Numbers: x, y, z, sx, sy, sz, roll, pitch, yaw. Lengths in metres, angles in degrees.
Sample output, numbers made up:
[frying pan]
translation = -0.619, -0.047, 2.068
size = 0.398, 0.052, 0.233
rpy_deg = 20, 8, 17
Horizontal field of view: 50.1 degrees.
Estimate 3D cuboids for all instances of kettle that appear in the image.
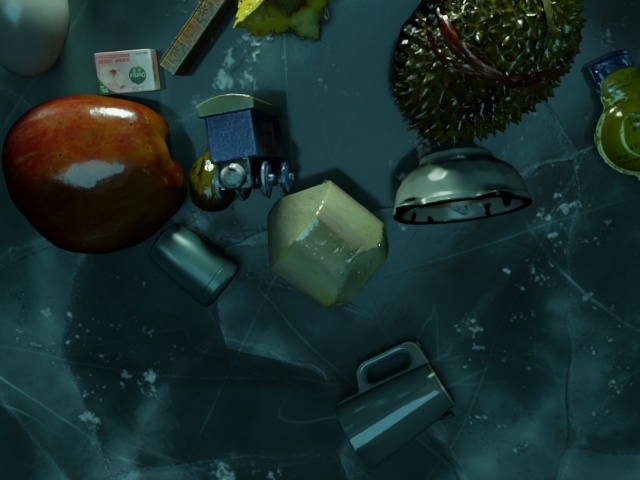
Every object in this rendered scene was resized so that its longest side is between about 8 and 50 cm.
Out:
[kettle]
translation = 0.162, 0.359, 1.553
size = 0.243, 0.160, 0.210
rpy_deg = -34, 70, 4

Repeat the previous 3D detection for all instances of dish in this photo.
[dish]
translation = 0.274, -0.112, 1.368
size = 0.303, 0.303, 0.120
rpy_deg = -6, 81, 6

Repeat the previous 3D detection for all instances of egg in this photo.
[egg]
translation = -0.602, -0.450, 1.388
size = 0.176, 0.176, 0.231
rpy_deg = 11, 112, 2

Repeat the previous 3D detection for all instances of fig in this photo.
[fig]
translation = -0.234, -0.139, 1.472
size = 0.109, 0.103, 0.154
rpy_deg = 7, 96, 47

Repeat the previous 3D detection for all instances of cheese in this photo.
[cheese]
translation = 0.636, -0.251, 1.393
size = 0.177, 0.069, 0.270
rpy_deg = -25, 97, 9

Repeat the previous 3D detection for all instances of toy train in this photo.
[toy train]
translation = -0.138, -0.181, 1.358
size = 0.131, 0.300, 0.201
rpy_deg = -6, 95, 8

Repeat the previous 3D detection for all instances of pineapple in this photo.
[pineapple]
translation = -0.041, -0.501, 1.383
size = 0.250, 0.139, 0.164
rpy_deg = -35, 140, 26

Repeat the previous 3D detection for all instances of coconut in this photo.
[coconut]
translation = 0.000, 0.000, 1.422
size = 0.244, 0.239, 0.239
rpy_deg = 38, 103, -10

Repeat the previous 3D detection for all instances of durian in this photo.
[durian]
translation = 0.300, -0.354, 1.254
size = 0.384, 0.347, 0.347
rpy_deg = -25, 103, 48

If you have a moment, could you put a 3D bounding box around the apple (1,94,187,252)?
[apple]
translation = -0.481, -0.143, 1.480
size = 0.365, 0.295, 0.328
rpy_deg = -15, 144, 6

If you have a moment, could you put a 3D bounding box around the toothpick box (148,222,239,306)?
[toothpick box]
translation = -0.284, 0.050, 1.513
size = 0.184, 0.120, 0.120
rpy_deg = 38, 103, -1

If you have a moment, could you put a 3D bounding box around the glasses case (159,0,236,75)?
[glasses case]
translation = -0.250, -0.442, 1.414
size = 0.049, 0.075, 0.218
rpy_deg = 38, 104, -2

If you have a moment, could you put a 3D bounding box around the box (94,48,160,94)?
[box]
translation = -0.412, -0.360, 1.462
size = 0.125, 0.043, 0.089
rpy_deg = -4, 103, 6
